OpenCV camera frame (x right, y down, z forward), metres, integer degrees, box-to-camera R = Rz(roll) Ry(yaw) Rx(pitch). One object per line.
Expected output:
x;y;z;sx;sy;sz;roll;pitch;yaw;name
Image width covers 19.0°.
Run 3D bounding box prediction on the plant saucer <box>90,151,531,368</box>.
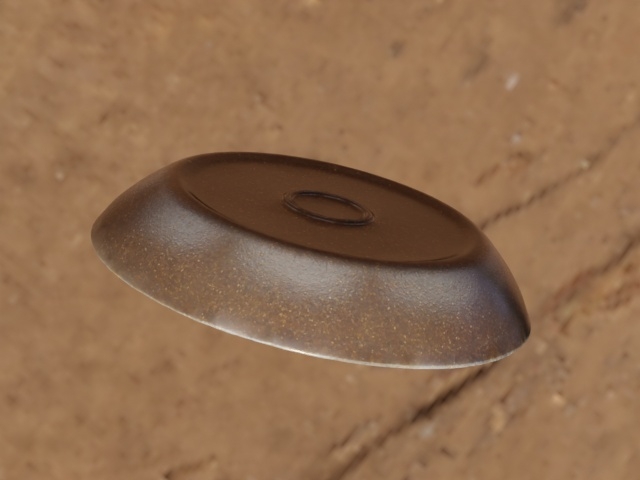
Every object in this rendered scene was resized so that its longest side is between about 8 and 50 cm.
0.000;0.000;0.838;0.198;0.198;0.036;-18;126;-58;plant saucer
